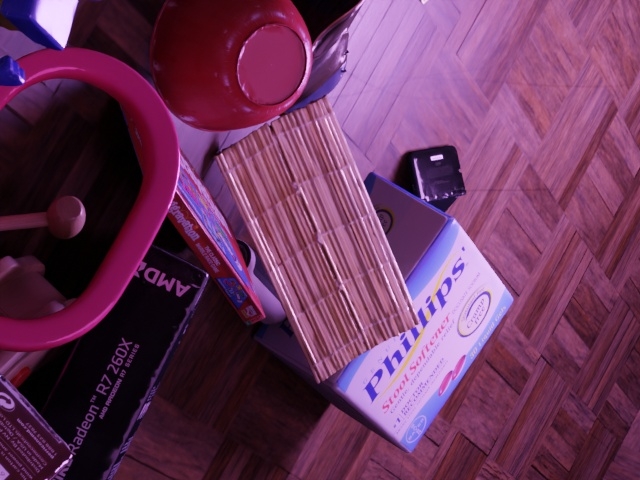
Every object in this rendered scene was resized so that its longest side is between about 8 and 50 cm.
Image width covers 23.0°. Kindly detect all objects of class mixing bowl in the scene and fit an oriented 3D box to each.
[{"bbox_3d":[-0.075,-0.192,1.636,0.181,0.098,0.181,-13,112,-33],"label":"mixing bowl"}]

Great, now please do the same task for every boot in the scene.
[{"bbox_3d":[0.000,-0.238,1.806,0.219,0.082,0.106,-48,156,-11],"label":"boot"}]

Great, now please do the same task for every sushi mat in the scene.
[{"bbox_3d":[0.000,0.000,1.840,0.151,0.019,0.317,-27,110,-11],"label":"sushi mat"}]

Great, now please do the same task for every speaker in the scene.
[{"bbox_3d":[-0.082,0.051,1.885,0.055,0.055,0.136,-58,148,-13],"label":"speaker"}]

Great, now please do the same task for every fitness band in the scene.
[{"bbox_3d":[-0.249,-0.040,1.430,0.291,0.209,0.054,-63,-167,-19],"label":"fitness band"}]

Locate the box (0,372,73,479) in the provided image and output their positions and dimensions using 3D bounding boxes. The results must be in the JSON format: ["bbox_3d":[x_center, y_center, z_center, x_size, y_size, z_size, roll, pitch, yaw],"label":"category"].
[{"bbox_3d":[-0.358,0.211,1.336,0.203,0.168,0.167,-41,-177,26],"label":"box"}]

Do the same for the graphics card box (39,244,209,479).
[{"bbox_3d":[-0.232,0.181,1.609,0.371,0.094,0.233,-63,-178,-3],"label":"graphics card box"}]

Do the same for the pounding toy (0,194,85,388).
[{"bbox_3d":[-0.328,0.067,1.509,0.269,0.155,0.154,-46,173,-14],"label":"pounding toy"}]

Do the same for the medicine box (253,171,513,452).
[{"bbox_3d":[0.091,0.100,2.065,0.263,0.149,0.289,-55,148,-7],"label":"medicine box"}]

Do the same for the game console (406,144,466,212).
[{"bbox_3d":[0.141,-0.070,2.182,0.122,0.071,0.107,-14,91,-53],"label":"game console"}]

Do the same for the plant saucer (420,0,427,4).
[{"bbox_3d":[0.137,-0.418,1.910,0.188,0.045,0.188,-53,147,-20],"label":"plant saucer"}]

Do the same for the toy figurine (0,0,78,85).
[{"bbox_3d":[-0.231,-0.228,1.238,0.191,0.217,0.363,43,60,-58],"label":"toy figurine"}]

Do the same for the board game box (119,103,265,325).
[{"bbox_3d":[-0.135,-0.035,1.673,0.027,0.145,0.281,-26,144,3],"label":"board game box"}]
